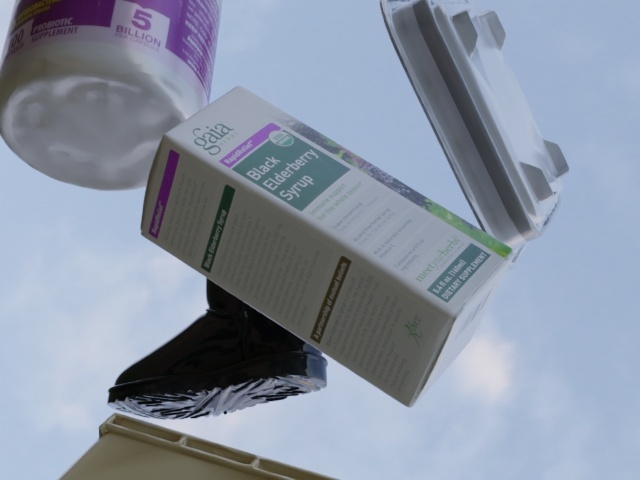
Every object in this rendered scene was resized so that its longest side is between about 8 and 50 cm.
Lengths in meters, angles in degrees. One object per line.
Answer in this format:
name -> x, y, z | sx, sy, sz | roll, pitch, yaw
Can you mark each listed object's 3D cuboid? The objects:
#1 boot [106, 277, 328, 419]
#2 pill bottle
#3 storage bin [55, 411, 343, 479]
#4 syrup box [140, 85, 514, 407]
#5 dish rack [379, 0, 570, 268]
boot -> -0.098, 0.060, 1.421 | 0.247, 0.094, 0.207 | -15, -118, 28
pill bottle -> -0.165, -0.205, 1.195 | 0.169, 0.169, 0.301 | -25, -134, 36
storage bin -> -0.036, 0.209, 0.528 | 0.260, 0.262, 0.123 | 14, -60, 21
syrup box -> 0.000, 0.000, 0.989 | 0.237, 0.093, 0.096 | 33, -49, 14
dish rack -> 0.173, -0.132, 1.456 | 0.072, 0.333, 0.285 | -26, -88, 16
